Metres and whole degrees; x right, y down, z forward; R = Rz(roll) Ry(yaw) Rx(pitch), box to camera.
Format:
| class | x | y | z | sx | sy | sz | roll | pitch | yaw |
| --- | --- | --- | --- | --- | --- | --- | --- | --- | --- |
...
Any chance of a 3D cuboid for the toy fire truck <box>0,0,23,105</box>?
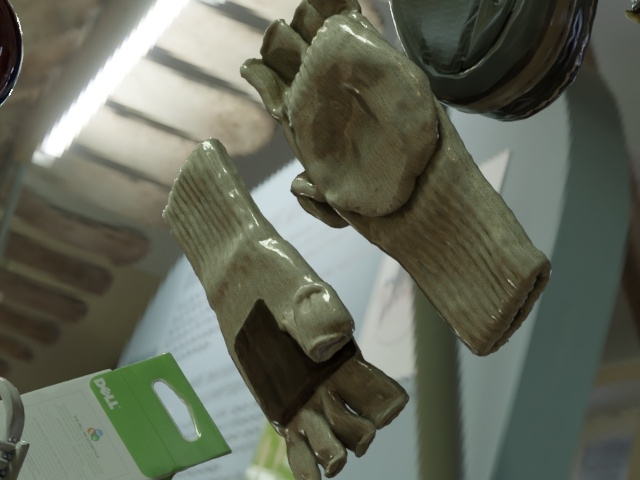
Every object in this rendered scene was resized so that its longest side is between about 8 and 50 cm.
| class | x | y | z | sx | sy | sz | roll | pitch | yaw |
| --- | --- | --- | --- | --- | --- | --- | --- | --- | --- |
| toy fire truck | -0.188 | -0.136 | 0.432 | 0.254 | 0.302 | 0.169 | 15 | -20 | 4 |

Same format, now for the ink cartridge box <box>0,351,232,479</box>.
| class | x | y | z | sx | sy | sz | roll | pitch | yaw |
| --- | --- | --- | --- | --- | --- | --- | --- | --- | --- |
| ink cartridge box | -0.188 | 0.170 | 1.197 | 0.209 | 0.109 | 0.062 | -15 | -34 | -36 |

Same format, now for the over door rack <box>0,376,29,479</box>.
| class | x | y | z | sx | sy | sz | roll | pitch | yaw |
| --- | --- | --- | --- | --- | --- | --- | --- | --- | --- |
| over door rack | -0.241 | 0.199 | 0.645 | 0.108 | 0.324 | 0.239 | 7 | -10 | 16 |

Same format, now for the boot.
| class | x | y | z | sx | sy | sz | roll | pitch | yaw |
| --- | --- | --- | --- | --- | --- | --- | --- | --- | --- |
| boot | 0.179 | -0.188 | 0.923 | 0.284 | 0.377 | 0.138 | 30 | -44 | -35 |

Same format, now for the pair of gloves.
| class | x | y | z | sx | sy | sz | roll | pitch | yaw |
| --- | --- | --- | --- | --- | --- | --- | --- | --- | --- |
| pair of gloves | 0.000 | 0.000 | 0.790 | 0.042 | 0.204 | 0.240 | -17 | -21 | -39 |
